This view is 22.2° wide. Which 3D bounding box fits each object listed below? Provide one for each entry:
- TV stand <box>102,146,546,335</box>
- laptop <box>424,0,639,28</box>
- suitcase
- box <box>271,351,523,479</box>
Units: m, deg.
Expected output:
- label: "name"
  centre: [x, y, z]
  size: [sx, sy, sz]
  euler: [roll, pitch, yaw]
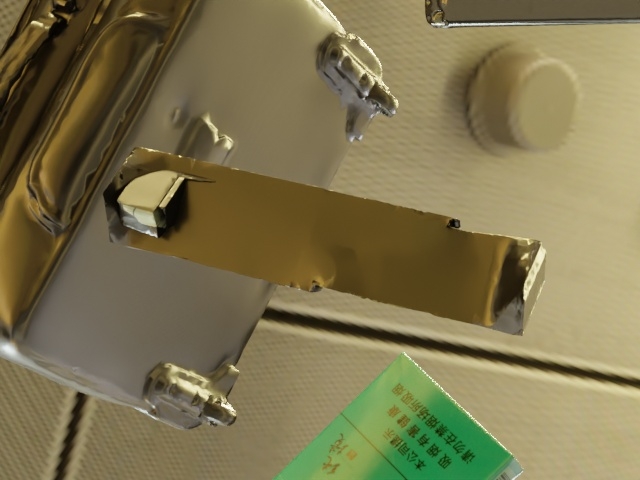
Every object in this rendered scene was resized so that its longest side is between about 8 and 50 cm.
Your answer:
- label: "TV stand"
  centre: [0.000, 0.000, 0.941]
  size: [0.040, 0.256, 0.049]
  euler: [87, -157, -43]
- label: "laptop"
  centre: [0.119, -0.175, 0.842]
  size: [0.016, 0.180, 0.129]
  euler: [-8, -81, -41]
- label: "suitcase"
  centre: [-0.128, -0.054, 1.192]
  size: [0.345, 0.188, 0.339]
  euler: [-61, -27, -4]
- label: "box"
  centre: [0.048, 0.230, 1.460]
  size: [0.226, 0.161, 0.042]
  euler: [-43, -39, -4]
